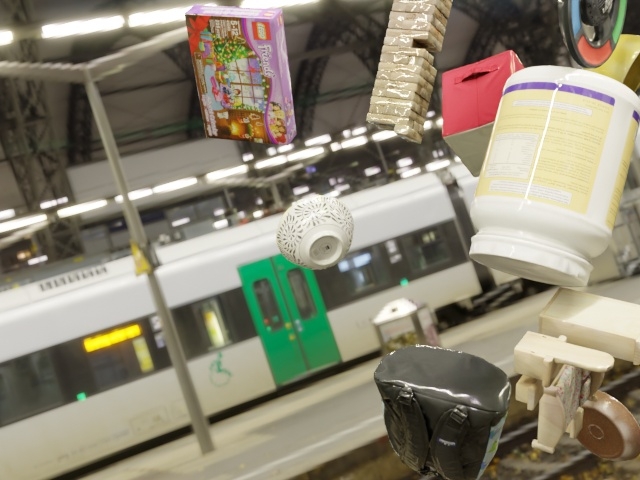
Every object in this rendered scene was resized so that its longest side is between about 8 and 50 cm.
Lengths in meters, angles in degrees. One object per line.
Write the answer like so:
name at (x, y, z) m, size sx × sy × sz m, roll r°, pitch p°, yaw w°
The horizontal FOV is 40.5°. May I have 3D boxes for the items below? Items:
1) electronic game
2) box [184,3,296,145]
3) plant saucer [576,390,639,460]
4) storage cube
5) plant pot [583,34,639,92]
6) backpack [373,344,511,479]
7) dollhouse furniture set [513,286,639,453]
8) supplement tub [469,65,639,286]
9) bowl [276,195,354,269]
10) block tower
electronic game at (0.454, -0.399, 1.429) m, size 0.048 × 0.229 × 0.229 m, roll 10°, pitch 17°, yaw 39°
box at (-0.166, -0.349, 1.842) m, size 0.201 × 0.293 × 0.057 m, roll 7°, pitch 38°, yaw 18°
plant saucer at (0.647, 0.436, 2.010) m, size 0.036 × 0.199 × 0.198 m, roll -31°, pitch 4°, yaw -31°
storage cube at (0.406, -0.291, 2.034) m, size 0.183 × 0.193 × 0.215 m, roll -15°, pitch -37°, yaw 29°
plant pot at (0.554, -0.334, 1.635) m, size 0.134 × 0.095 × 0.134 m, roll -40°, pitch -31°, yaw -30°
backpack at (0.274, 0.388, 1.897) m, size 0.290 × 0.355 × 0.273 m, roll 11°, pitch 36°, yaw 20°
dollhouse furniture set at (0.467, 0.283, 1.506) m, size 0.174 × 0.355 × 0.303 m, roll 13°, pitch 32°, yaw 32°
supplement tub at (0.397, -0.106, 1.493) m, size 0.241 × 0.331 × 0.241 m, roll 17°, pitch -7°, yaw 2°
bowl at (0.000, 0.000, 1.775) m, size 0.170 × 0.170 × 0.080 m, roll -18°, pitch 33°, yaw -8°
block tower at (0.178, -0.368, 1.702) m, size 0.097 × 0.335 × 0.091 m, roll 11°, pitch 0°, yaw 27°
